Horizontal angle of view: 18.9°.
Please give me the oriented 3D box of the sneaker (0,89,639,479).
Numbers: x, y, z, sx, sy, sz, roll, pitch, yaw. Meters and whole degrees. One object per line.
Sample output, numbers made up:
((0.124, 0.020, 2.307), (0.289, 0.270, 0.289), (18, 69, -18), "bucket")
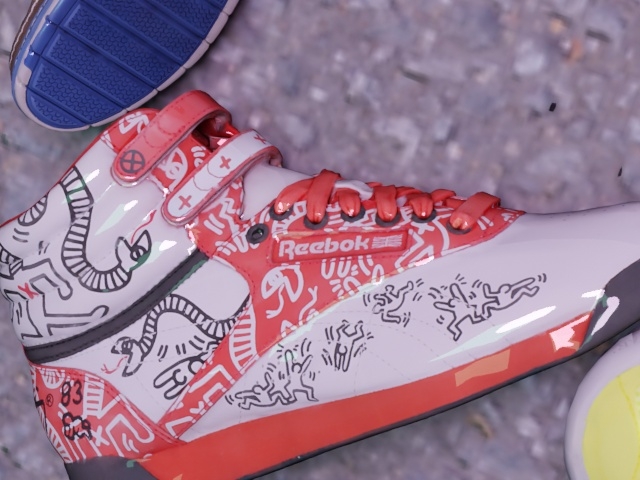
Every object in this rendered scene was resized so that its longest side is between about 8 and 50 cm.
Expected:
((-0.001, 0.000, 0.713), (0.270, 0.090, 0.145), (-23, 89, 22), "sneaker")

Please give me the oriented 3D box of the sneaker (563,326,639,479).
((0.252, 0.130, 0.606), (0.384, 0.147, 0.145), (26, 104, 17), "sneaker")

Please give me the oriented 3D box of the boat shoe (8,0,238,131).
((-0.060, -0.124, 0.737), (0.183, 0.066, 0.066), (-50, 43, 1), "boat shoe")
